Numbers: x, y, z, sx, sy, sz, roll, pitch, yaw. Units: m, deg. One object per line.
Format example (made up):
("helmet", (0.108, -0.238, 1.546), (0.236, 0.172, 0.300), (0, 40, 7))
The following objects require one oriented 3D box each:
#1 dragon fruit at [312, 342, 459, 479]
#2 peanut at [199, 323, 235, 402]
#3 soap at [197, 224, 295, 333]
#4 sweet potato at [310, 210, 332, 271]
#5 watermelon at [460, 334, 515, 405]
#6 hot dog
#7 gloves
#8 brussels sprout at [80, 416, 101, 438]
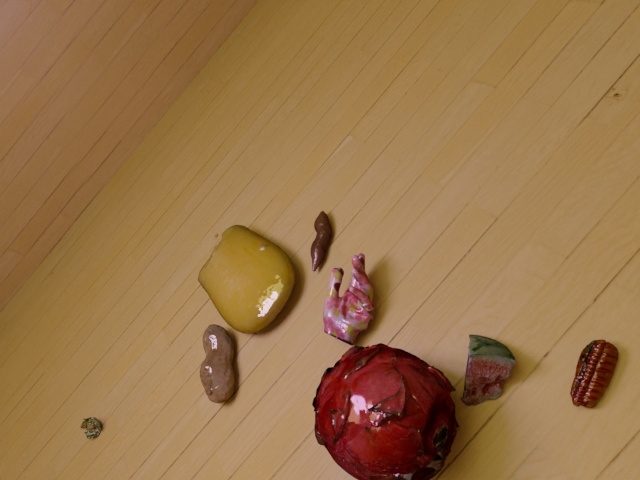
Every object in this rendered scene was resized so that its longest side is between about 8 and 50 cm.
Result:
("dragon fruit", (0.137, 0.366, 0.956), (0.301, 0.295, 0.296), (-4, 60, 51))
("peanut", (-0.329, 0.388, 1.429), (0.101, 0.117, 0.263), (-14, 50, 7))
("soap", (-0.249, 0.131, 1.523), (0.306, 0.115, 0.427), (-49, 45, -3))
("sweet potato", (0.003, -0.001, 1.451), (0.065, 0.051, 0.219), (-9, 59, 30))
("watermelon", (0.357, 0.282, 0.958), (0.097, 0.121, 0.158), (12, 74, 19))
("hot dog", (0.534, 0.262, 0.874), (0.062, 0.038, 0.144), (21, 78, 44))
("gloves", (0.089, 0.158, 1.238), (0.241, 0.126, 0.145), (-65, 22, -9))
("brussels sprout", (-0.866, 0.711, 1.691), (0.085, 0.058, 0.085), (-1, 82, 8))
